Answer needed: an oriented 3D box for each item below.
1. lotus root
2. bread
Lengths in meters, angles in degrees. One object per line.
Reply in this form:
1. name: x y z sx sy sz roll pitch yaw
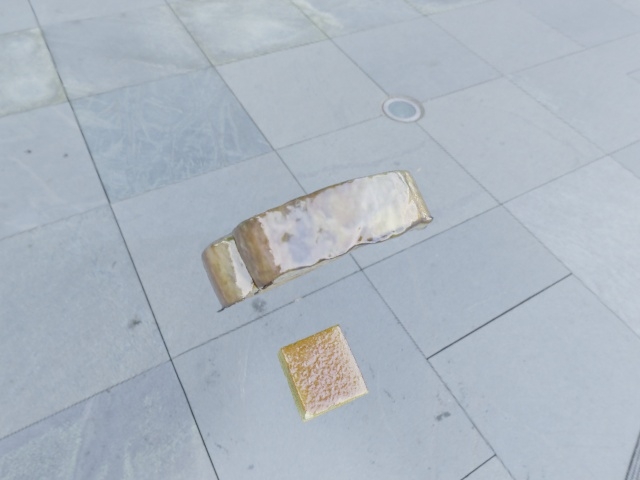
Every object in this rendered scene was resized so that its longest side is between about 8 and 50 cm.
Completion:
1. lotus root: 0.000 0.000 0.723 0.375 0.391 0.111 -12 79 -48
2. bread: 0.002 0.166 0.556 0.090 0.035 0.094 -17 65 -17
